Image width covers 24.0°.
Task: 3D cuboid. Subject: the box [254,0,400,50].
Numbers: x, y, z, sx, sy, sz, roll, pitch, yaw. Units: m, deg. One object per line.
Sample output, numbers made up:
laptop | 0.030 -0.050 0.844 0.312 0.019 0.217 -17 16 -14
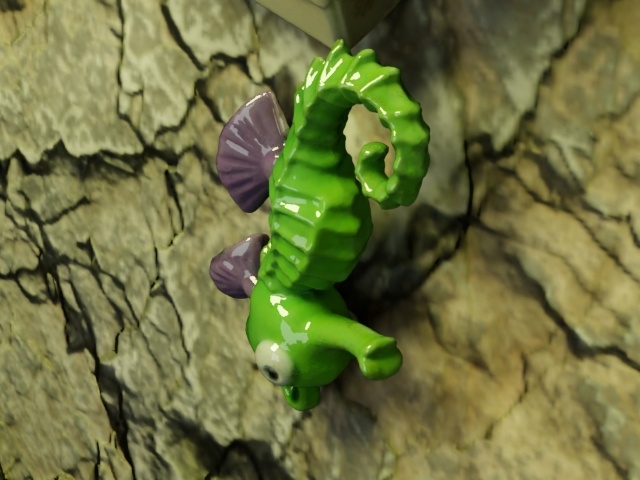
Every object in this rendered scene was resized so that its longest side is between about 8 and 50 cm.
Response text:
box | -0.082 -0.230 0.497 0.204 0.051 0.365 35 161 29

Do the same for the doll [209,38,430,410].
doll | 0.000 0.000 0.627 0.115 0.050 0.190 40 137 31
